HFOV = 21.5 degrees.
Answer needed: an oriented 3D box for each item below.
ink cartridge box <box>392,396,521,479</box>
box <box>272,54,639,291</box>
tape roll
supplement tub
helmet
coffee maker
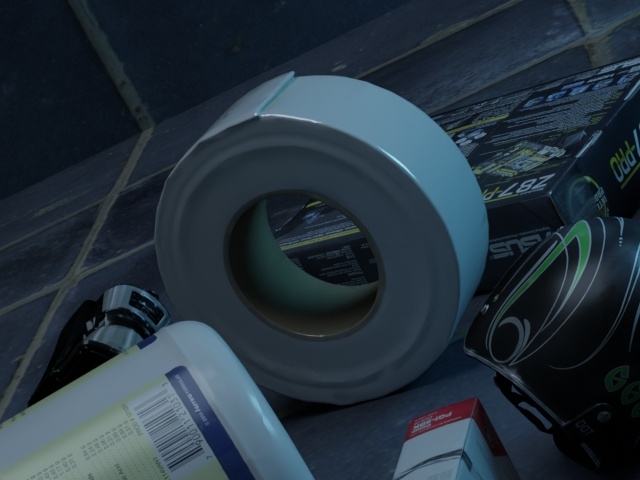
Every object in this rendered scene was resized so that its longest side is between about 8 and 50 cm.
[{"bbox_3d":[0.092,0.183,1.112,0.056,0.099,0.135,-22,17,21],"label":"ink cartridge box"},{"bbox_3d":[0.157,-0.054,1.734,0.395,0.097,0.318,-14,20,40],"label":"box"},{"bbox_3d":[0.000,0.000,1.484,0.286,0.286,0.100,-18,19,30],"label":"tape roll"},{"bbox_3d":[-0.163,0.227,1.145,0.325,0.235,0.235,-31,16,-9],"label":"supplement tub"},{"bbox_3d":[0.202,0.063,1.191,0.161,0.169,0.169,-46,19,-6],"label":"helmet"},{"bbox_3d":[-0.239,0.140,1.738,0.171,0.120,0.178,-25,16,11],"label":"coffee maker"}]
